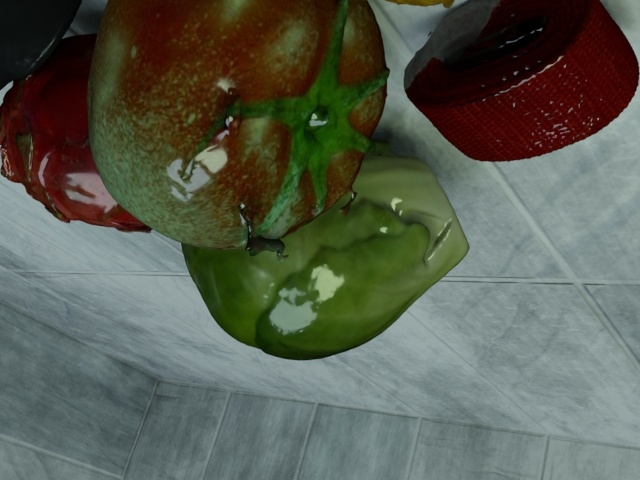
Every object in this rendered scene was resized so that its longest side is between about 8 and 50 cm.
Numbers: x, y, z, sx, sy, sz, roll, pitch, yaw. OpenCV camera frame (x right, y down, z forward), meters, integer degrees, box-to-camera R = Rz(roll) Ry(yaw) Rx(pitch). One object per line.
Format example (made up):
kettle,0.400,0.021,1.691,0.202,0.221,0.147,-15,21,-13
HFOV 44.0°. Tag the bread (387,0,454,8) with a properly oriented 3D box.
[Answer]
bread,0.032,-0.246,0.535,0.198,0.120,0.236,24,-173,-10

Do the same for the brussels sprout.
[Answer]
brussels sprout,0.000,0.004,1.010,0.354,0.282,0.289,-18,169,10

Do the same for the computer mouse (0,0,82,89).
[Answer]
computer mouse,-0.353,-0.239,0.877,0.088,0.147,0.264,33,152,-31

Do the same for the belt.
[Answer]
belt,0.184,-0.147,0.729,0.200,0.128,0.124,-9,145,46

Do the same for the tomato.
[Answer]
tomato,-0.086,-0.142,0.777,0.239,0.304,0.303,24,164,32

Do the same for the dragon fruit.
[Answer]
dragon fruit,-0.259,-0.128,0.958,0.252,0.241,0.241,39,161,11
